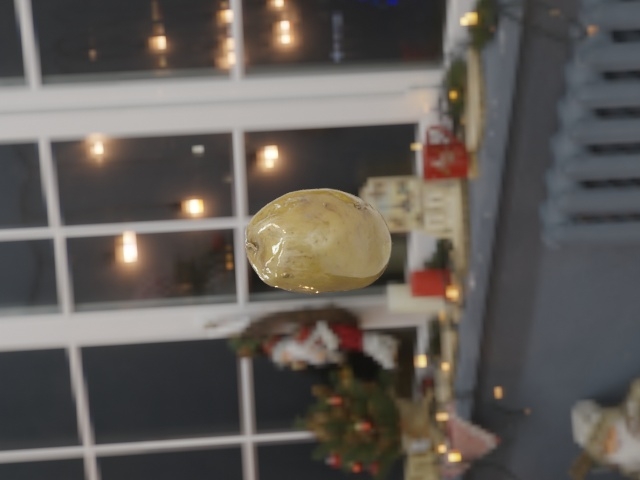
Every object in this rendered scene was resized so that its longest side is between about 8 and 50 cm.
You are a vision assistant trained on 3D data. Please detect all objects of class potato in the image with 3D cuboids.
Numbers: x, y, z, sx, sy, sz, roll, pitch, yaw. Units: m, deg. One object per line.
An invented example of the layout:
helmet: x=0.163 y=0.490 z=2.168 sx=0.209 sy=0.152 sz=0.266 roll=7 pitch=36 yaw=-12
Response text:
potato: x=0.000 y=0.000 z=1.606 sx=0.118 sy=0.178 sz=0.109 roll=35 pitch=118 yaw=44
